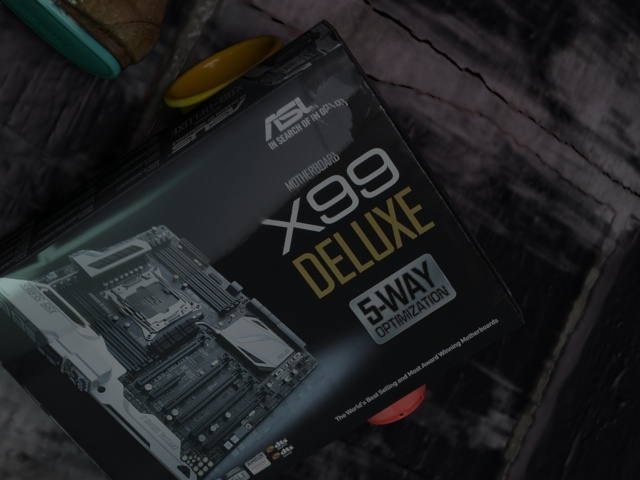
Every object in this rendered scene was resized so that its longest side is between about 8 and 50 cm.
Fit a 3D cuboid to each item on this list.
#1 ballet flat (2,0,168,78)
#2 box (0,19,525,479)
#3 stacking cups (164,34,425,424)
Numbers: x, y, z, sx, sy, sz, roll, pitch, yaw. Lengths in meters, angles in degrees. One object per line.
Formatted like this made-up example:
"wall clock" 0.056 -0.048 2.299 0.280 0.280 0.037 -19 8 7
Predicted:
"ballet flat" -0.222 -0.240 0.682 0.342 0.116 0.124 35 76 -31
"box" -0.052 0.036 0.770 0.307 0.076 0.242 -33 115 7
"stacking cups" 0.000 0.000 0.855 0.096 0.096 0.316 -39 116 -19
